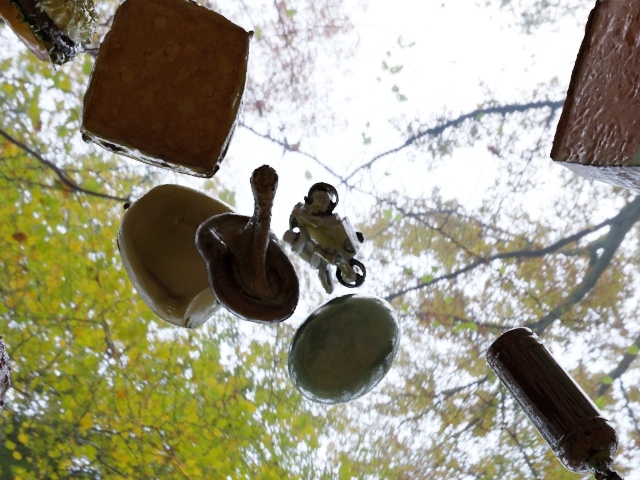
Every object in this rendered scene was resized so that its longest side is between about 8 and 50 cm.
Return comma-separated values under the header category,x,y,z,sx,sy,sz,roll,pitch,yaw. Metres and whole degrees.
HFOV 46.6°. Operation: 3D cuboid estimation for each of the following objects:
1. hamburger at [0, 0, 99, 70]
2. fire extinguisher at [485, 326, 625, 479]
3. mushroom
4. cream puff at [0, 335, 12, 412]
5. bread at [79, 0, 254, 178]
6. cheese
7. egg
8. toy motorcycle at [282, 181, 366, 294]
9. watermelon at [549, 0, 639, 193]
category,x,y,z,sx,sy,sz,roll,pitch,yaw
hamburger,-0.464,-0.407,1.235,0.138,0.243,0.262,-35,-151,-3
fire extinguisher,0.409,0.297,1.220,0.102,0.138,0.344,-40,-138,8
mushroom,-0.095,-0.007,1.105,0.148,0.217,0.227,-13,-126,-32
cream puff,-0.494,0.171,0.868,0.240,0.164,0.240,0,-92,1
bread,-0.210,-0.219,1.044,0.210,0.099,0.235,18,-90,-14
cheese,-0.273,0.007,1.478,0.259,0.128,0.316,-34,-121,-23
egg,0.043,0.182,1.270,0.168,0.168,0.231,40,-126,17
toy motorcycle,0.000,0.000,1.439,0.151,0.229,0.074,-13,-160,23
watermelon,0.333,-0.166,0.771,0.148,0.226,0.318,12,-121,-43
